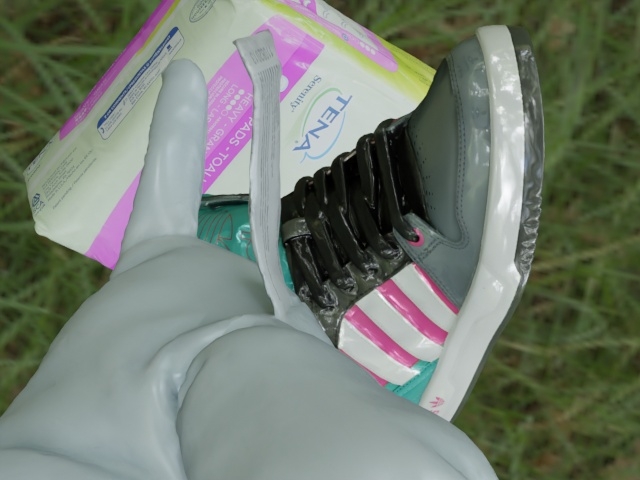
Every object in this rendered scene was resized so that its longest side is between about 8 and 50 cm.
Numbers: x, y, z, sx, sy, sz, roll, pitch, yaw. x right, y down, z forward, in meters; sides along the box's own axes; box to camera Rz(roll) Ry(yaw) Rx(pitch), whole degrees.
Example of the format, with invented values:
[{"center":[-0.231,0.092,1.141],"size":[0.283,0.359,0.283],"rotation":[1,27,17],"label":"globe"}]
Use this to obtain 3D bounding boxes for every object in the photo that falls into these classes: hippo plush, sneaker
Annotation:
[{"center":[-0.085,0.109,0.502],"size":[0.236,0.234,0.294],"rotation":[-16,95,-15],"label":"hippo plush"},{"center":[0.000,0.000,0.917],"size":[0.178,0.124,0.295],"rotation":[2,142,-10],"label":"sneaker"}]

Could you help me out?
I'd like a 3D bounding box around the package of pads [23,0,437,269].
[{"center":[-0.018,-0.046,1.250],"size":[0.296,0.101,0.229],"rotation":[30,110,-32],"label":"package of pads"}]
